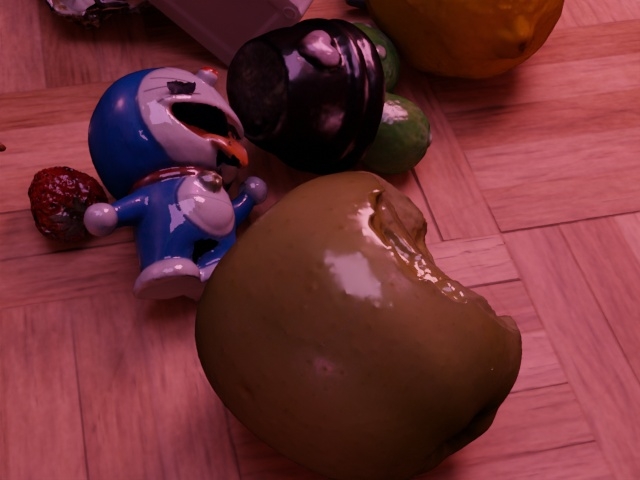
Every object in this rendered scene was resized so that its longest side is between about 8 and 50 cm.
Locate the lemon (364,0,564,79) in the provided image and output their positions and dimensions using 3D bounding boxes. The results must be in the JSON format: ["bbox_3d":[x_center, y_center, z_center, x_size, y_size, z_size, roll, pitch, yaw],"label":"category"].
[{"bbox_3d":[0.169,-0.330,1.286,0.260,0.260,0.284,-9,75,-11],"label":"lemon"}]

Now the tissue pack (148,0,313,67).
[{"bbox_3d":[-0.127,-0.349,1.280,0.246,0.159,0.136,39,50,-16],"label":"tissue pack"}]

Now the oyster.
[{"bbox_3d":[-0.270,-0.350,1.386,0.214,0.083,0.223,-29,59,-27],"label":"oyster"}]

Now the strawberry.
[{"bbox_3d":[-0.271,-0.041,1.121,0.096,0.083,0.083,29,53,29],"label":"strawberry"}]

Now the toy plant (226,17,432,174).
[{"bbox_3d":[0.017,-0.166,1.199,0.235,0.175,0.218,1,49,-40],"label":"toy plant"}]

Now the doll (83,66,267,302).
[{"bbox_3d":[-0.148,-0.061,1.082,0.215,0.161,0.257,6,55,-44],"label":"doll"}]

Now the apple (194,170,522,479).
[{"bbox_3d":[0.029,0.080,0.912,0.279,0.279,0.279,2,48,-2],"label":"apple"}]

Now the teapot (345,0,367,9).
[{"bbox_3d":[0.079,-0.390,1.430,0.108,0.111,0.149,8,41,-15],"label":"teapot"}]

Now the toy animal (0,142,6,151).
[{"bbox_3d":[-0.459,-0.072,0.997,0.302,0.284,0.225,-33,56,-27],"label":"toy animal"}]
